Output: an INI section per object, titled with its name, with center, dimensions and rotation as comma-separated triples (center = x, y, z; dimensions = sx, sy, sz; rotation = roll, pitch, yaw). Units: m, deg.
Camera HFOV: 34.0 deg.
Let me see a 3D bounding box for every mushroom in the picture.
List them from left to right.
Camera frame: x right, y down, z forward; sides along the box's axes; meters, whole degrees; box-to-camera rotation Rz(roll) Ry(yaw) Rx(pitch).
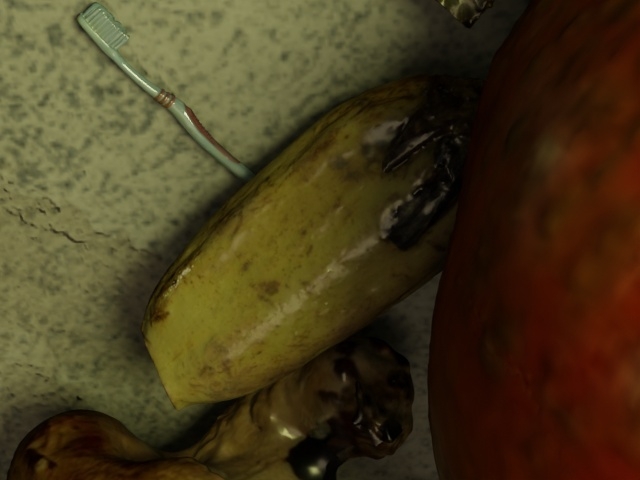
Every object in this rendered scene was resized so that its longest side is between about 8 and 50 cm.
[mushroom]
center = -0.055, 0.204, 0.692
dimensions = 0.255, 0.267, 0.267
rotation = -20, 125, -24

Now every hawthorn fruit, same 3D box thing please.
[hawthorn fruit]
center = 0.227, 0.059, 0.468
dimensions = 0.403, 0.402, 0.402
rotation = 1, 122, 2

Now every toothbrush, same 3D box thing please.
[toothbrush]
center = -0.069, -0.065, 0.619
dimensions = 0.019, 0.013, 0.193
rotation = -39, 112, 14

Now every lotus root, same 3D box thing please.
[lotus root]
center = 0.000, 0.000, 0.599
dimensions = 0.258, 0.097, 0.110
rotation = -37, 80, 13

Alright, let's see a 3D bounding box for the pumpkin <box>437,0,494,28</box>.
[pumpkin]
center = 0.070, -0.160, 0.531
dimensions = 0.083, 0.054, 0.074
rotation = 37, 112, -13
